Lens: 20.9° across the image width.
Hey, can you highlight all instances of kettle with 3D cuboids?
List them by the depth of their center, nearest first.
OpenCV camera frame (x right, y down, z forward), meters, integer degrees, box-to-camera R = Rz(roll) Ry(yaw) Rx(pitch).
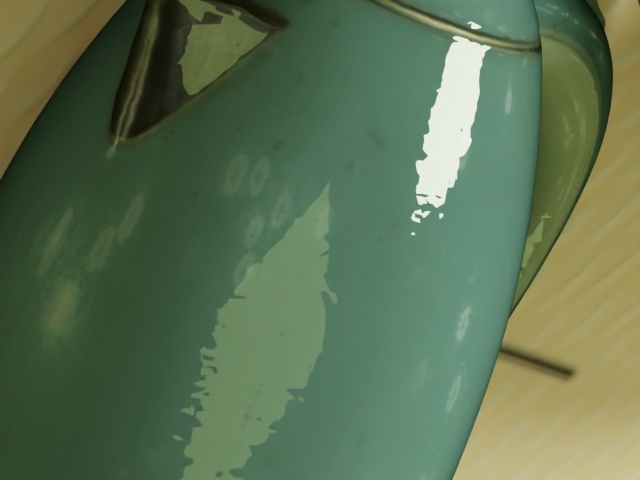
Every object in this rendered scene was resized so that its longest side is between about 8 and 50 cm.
[{"bbox_3d":[0.000,0.000,0.791,0.319,0.247,0.342,1,120,-50],"label":"kettle"}]

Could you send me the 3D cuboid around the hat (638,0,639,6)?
[{"bbox_3d":[0.214,-0.114,0.740,0.164,0.226,0.219,-27,107,0],"label":"hat"}]
